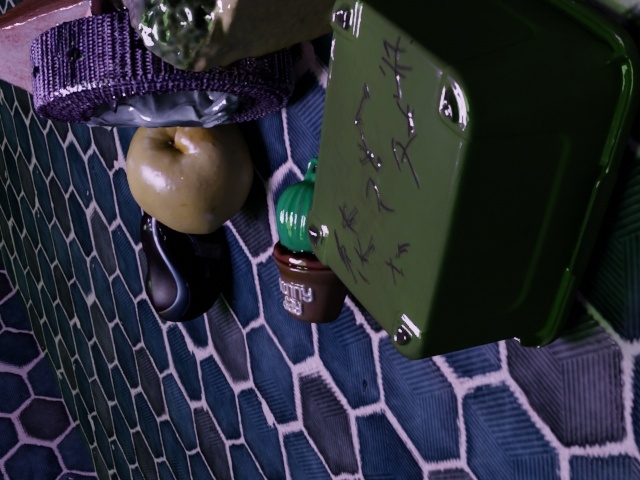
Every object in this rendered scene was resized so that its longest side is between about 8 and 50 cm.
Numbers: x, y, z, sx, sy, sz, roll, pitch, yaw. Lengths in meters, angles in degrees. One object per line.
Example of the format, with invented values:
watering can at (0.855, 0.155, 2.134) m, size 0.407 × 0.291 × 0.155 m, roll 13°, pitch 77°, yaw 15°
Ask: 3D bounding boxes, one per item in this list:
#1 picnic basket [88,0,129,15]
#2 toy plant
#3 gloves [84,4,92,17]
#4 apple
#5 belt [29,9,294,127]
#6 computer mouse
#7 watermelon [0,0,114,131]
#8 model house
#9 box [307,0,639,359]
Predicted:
picnic basket at (-0.218, -0.394, 1.317) m, size 0.297 × 0.129 × 0.222 m, roll -90°, pitch -4°, yaw -69°
toy plant at (0.000, 0.000, 1.248) m, size 0.143 × 0.105 × 0.200 m, roll 20°, pitch 111°, yaw 49°
gloves at (-0.297, -0.343, 1.629) m, size 0.241 × 0.126 × 0.145 m, roll -27°, pitch 74°, yaw 35°
apple at (-0.189, -0.103, 1.469) m, size 0.200 × 0.200 × 0.200 m, roll 40°, pitch 139°, yaw 49°
belt at (-0.196, -0.205, 1.261) m, size 0.260 × 0.324 × 0.122 m, roll 82°, pitch -177°, yaw -85°
computer mouse at (-0.218, 0.033, 1.654) m, size 0.096 × 0.137 × 0.233 m, roll 14°, pitch 126°, yaw 35°
watermelon at (-0.465, -0.386, 1.802) m, size 0.250 × 0.292 × 0.283 m, roll -54°, pitch 49°, yaw 22°
model house at (-0.096, -0.374, 1.044) m, size 0.321 × 0.261 × 0.266 m, roll 58°, pitch 149°, yaw 14°
box at (0.114, -0.065, 0.894) m, size 0.253 × 0.177 × 0.329 m, roll 46°, pitch 143°, yaw 41°
